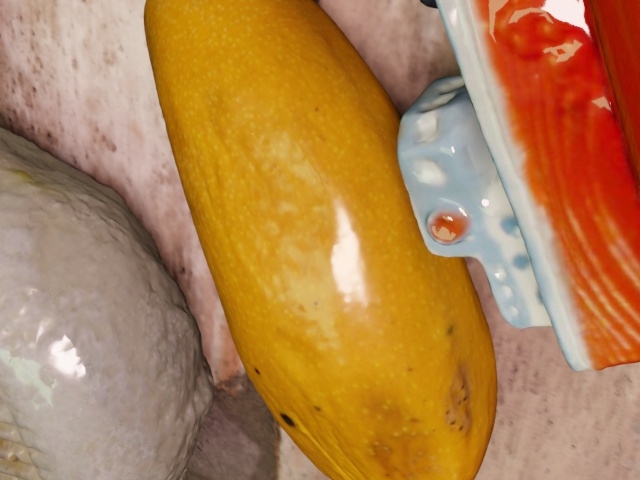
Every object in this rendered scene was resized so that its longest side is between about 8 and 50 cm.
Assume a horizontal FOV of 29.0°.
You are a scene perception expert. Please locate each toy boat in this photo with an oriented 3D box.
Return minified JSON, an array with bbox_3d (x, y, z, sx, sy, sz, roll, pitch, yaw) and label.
[{"bbox_3d":[0.087,-0.101,0.575,0.133,0.145,0.331,-3,120,33],"label":"toy boat"}]

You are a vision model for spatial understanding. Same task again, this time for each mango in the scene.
[{"bbox_3d":[0.000,-0.001,0.716,0.359,0.144,0.187,67,168,-12],"label":"mango"}]

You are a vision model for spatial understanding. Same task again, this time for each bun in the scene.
[{"bbox_3d":[-0.225,0.078,0.927,0.362,0.211,0.361,19,127,28],"label":"bun"}]
